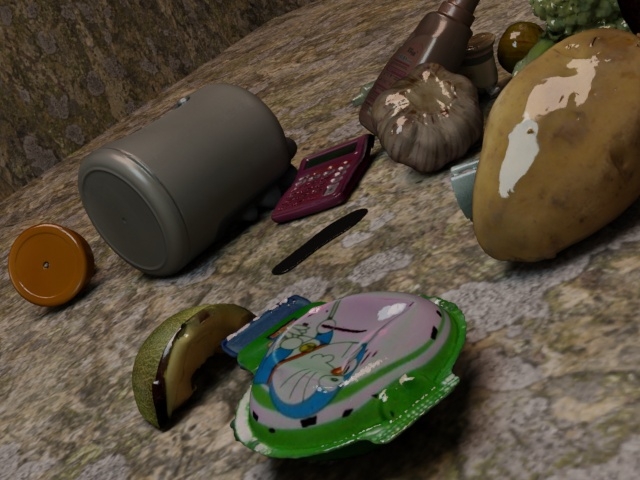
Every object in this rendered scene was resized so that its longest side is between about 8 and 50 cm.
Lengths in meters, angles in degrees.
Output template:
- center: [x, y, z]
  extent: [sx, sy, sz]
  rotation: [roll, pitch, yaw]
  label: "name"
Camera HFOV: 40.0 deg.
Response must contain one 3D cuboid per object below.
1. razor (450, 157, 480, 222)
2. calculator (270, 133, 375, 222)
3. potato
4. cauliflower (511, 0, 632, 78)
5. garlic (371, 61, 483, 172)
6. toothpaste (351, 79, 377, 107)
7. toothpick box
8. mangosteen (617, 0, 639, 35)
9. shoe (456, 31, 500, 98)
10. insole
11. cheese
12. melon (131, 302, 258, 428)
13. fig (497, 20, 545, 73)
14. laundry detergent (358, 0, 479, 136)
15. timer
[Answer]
- center: [0.226, -0.098, 0.994]
  extent: [0.106, 0.068, 0.232]
  rotation: [-17, 16, 26]
  label: "razor"
- center: [0.006, -0.089, 1.288]
  extent: [0.127, 0.034, 0.190]
  rotation: [-16, 28, 29]
  label: "calculator"
- center: [0.232, -0.084, 0.807]
  extent: [0.161, 0.128, 0.234]
  rotation: [7, 72, 27]
  label: "potato"
- center: [0.365, -0.329, 1.121]
  extent: [0.261, 0.326, 0.281]
  rotation: [-9, -21, 11]
  label: "cauliflower"
- center: [0.141, -0.157, 1.158]
  extent: [0.147, 0.102, 0.159]
  rotation: [9, 56, 11]
  label: "garlic"
- center: [0.152, -0.299, 1.619]
  extent: [0.218, 0.041, 0.064]
  rotation: [-28, 13, -12]
  label: "toothpaste"
- center: [-0.174, -0.103, 1.328]
  extent: [0.229, 0.229, 0.316]
  rotation: [-5, 28, 48]
  label: "toothpick box"
- center: [0.420, -0.283, 0.811]
  extent: [0.311, 0.311, 0.311]
  rotation: [-25, 20, 9]
  label: "mangosteen"
- center: [0.222, -0.265, 1.363]
  extent: [0.089, 0.092, 0.180]
  rotation: [-29, 15, -15]
  label: "shoe"
- center: [0.000, 0.000, 1.111]
  extent: [0.153, 0.002, 0.053]
  rotation: [-37, 21, -25]
  label: "insole"
- center: [0.002, 0.098, 0.738]
  extent: [0.204, 0.083, 0.320]
  rotation: [-34, 21, -18]
  label: "cheese"
- center: [-0.148, 0.112, 0.909]
  extent: [0.128, 0.079, 0.160]
  rotation: [-5, 30, 46]
  label: "melon"
- center: [0.315, -0.287, 1.320]
  extent: [0.084, 0.082, 0.098]
  rotation: [1, 15, -41]
  label: "fig"
- center: [0.141, -0.258, 1.287]
  extent: [0.237, 0.076, 0.171]
  rotation: [-63, 21, 10]
  label: "laundry detergent"
- center: [-0.416, 0.037, 1.441]
  extent: [0.132, 0.132, 0.152]
  rotation: [-25, -3, 8]
  label: "timer"
